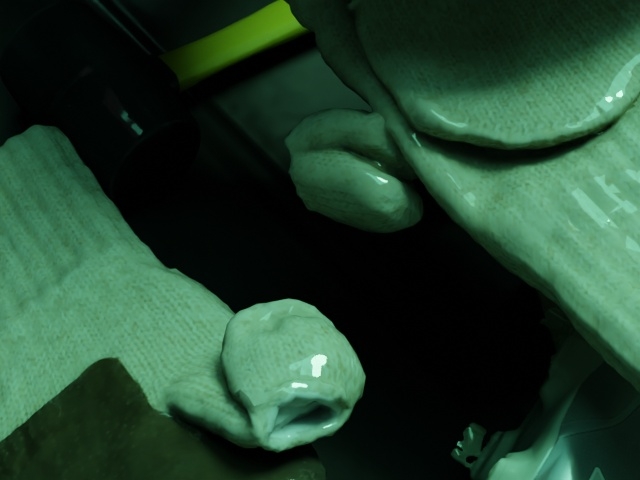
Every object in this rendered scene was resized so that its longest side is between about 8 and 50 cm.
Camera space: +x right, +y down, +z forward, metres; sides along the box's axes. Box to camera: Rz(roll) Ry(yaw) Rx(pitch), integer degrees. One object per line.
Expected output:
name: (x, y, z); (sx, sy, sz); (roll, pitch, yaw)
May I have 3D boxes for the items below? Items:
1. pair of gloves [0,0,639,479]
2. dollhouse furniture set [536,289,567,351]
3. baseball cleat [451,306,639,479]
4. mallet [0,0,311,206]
pair of gloves: (0.000, 0.000, 0.464); (0.240, 0.042, 0.204); (-35, 51, 4)
dollhouse furniture set: (0.165, -0.095, 0.576); (0.262, 0.135, 0.259); (-18, 55, 6)
baseball cleat: (0.063, 0.114, 0.450); (0.109, 0.072, 0.206); (28, 59, 2)
mallet: (-0.018, -0.077, 0.612); (0.062, 0.039, 0.190); (40, 53, 20)
